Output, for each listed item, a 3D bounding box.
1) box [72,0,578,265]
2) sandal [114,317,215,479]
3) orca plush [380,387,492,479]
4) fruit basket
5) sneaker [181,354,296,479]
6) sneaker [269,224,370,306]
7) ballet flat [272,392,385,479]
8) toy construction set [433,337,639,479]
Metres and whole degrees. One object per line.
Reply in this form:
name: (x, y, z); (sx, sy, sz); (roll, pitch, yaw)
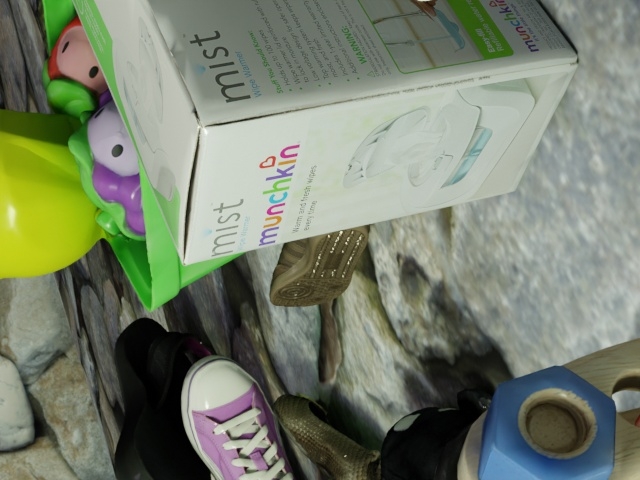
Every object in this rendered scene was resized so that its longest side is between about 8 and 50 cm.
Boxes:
box: (-0.016, -0.142, 0.682); (0.127, 0.231, 0.262); (105, 144, -51)
sandal: (-0.175, 0.212, 1.428); (0.167, 0.107, 0.446); (45, -172, -22)
orca plush: (0.102, 0.207, 0.773); (0.287, 0.102, 0.151); (-132, 34, -51)
fruit basket: (-0.250, -0.101, 1.118); (0.392, 0.392, 0.283); (-126, 30, -44)
sneaker: (-0.058, 0.263, 1.238); (0.161, 0.102, 0.282); (0, 113, 65)
sneaker: (0.000, 0.000, 0.986); (0.188, 0.066, 0.071); (128, 142, -58)
ballet flat: (0.017, 0.198, 1.061); (0.084, 0.058, 0.250); (45, 175, -21)
toy construction set: (0.206, 0.099, 0.394); (0.257, 0.237, 0.309); (12, 136, 35)
